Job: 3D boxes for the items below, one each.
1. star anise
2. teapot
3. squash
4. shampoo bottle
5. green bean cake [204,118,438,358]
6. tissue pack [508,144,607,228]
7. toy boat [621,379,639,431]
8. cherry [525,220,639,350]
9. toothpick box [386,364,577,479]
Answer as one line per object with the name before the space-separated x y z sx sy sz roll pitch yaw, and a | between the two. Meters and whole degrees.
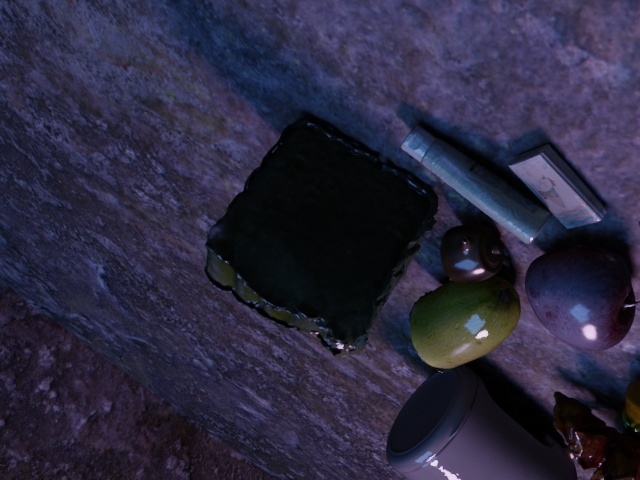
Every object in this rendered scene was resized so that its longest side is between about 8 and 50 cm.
star anise | 0.424 0.308 1.192 0.212 0.111 0.196 36 167 -21
teapot | 0.207 0.017 1.059 0.068 0.076 0.121 -10 156 44
squash | 0.212 0.103 1.145 0.123 0.123 0.186 38 149 -4
shampoo bottle | 0.180 -0.069 0.967 0.190 0.069 0.041 37 129 10
green bean cake | 0.000 0.000 1.072 0.241 0.255 0.132 30 155 2
tissue pack | 0.265 -0.058 0.919 0.108 0.023 0.056 43 154 -13
toy boat | 0.475 0.234 1.058 0.088 0.089 0.229 59 156 -16
cherry | 0.301 0.039 0.959 0.148 0.115 0.188 -115 3 -55
toothpick box | 0.281 0.387 1.377 0.316 0.229 0.229 40 153 -8
